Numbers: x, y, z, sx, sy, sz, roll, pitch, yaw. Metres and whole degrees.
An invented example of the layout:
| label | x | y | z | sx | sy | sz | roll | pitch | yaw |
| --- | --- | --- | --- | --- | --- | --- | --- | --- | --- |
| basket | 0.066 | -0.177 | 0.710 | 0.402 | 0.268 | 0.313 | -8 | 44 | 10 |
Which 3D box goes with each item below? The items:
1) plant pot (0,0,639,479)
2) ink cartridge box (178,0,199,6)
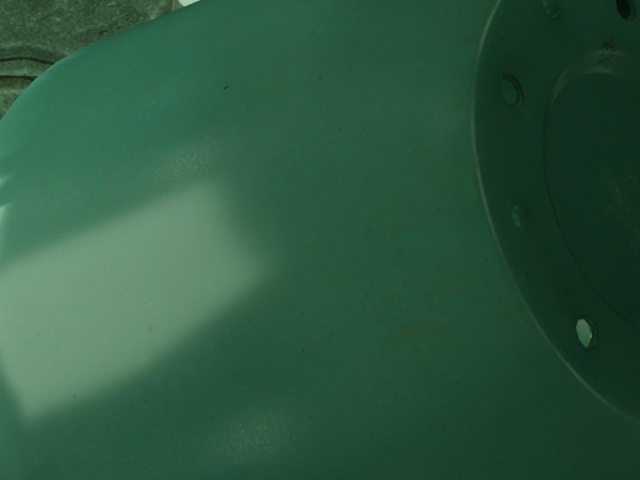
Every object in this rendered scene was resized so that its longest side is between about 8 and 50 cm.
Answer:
| label | x | y | z | sx | sy | sz | roll | pitch | yaw |
| --- | --- | --- | --- | --- | --- | --- | --- | --- | --- |
| plant pot | 0.042 | 0.013 | 0.728 | 0.235 | 0.293 | 0.293 | -22 | 63 | 44 |
| ink cartridge box | -0.042 | -0.269 | 1.177 | 0.289 | 0.121 | 0.211 | -129 | 47 | -54 |
